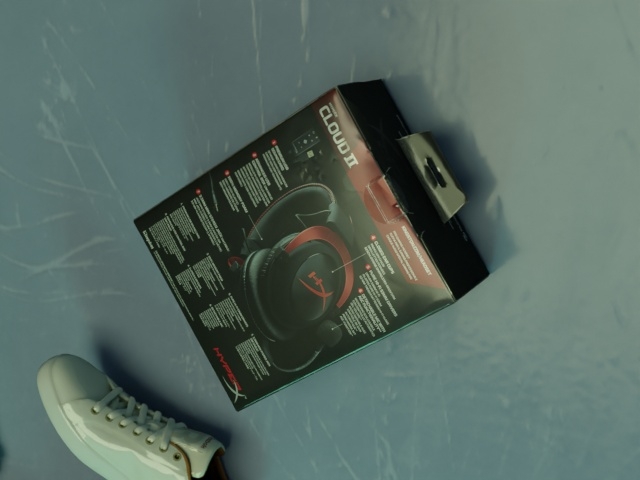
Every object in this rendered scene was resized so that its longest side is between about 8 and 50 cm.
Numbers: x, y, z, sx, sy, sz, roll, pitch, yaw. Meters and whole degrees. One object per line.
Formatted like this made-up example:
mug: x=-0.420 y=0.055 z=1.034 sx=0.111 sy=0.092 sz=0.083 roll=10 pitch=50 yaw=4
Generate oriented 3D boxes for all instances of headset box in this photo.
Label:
headset box: x=0.000 y=0.000 z=0.980 sx=0.293 sy=0.110 sz=0.218 roll=-31 pitch=87 yaw=28

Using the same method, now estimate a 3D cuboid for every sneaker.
sneaker: x=-0.178 y=0.217 z=1.128 sx=0.123 sy=0.106 sz=0.290 roll=-41 pitch=93 yaw=23
